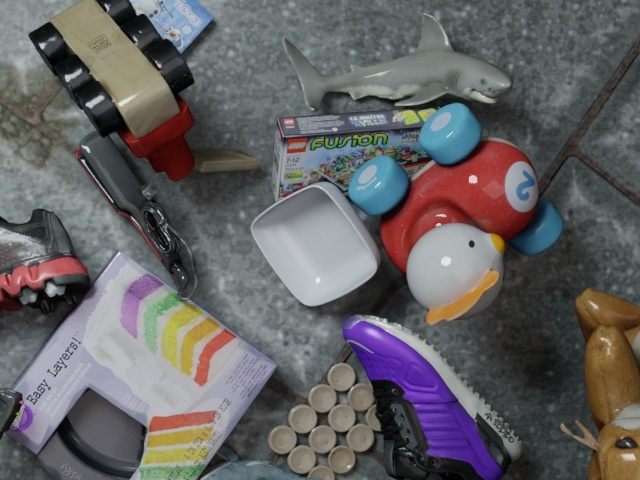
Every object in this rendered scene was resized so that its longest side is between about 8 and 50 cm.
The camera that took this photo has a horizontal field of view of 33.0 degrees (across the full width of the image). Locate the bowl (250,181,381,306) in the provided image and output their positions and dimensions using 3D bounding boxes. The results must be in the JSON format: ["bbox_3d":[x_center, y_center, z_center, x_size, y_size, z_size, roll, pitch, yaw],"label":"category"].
[{"bbox_3d":[0.000,0.000,1.337,0.142,0.142,0.053,55,36,-7],"label":"bowl"}]

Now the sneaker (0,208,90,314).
[{"bbox_3d":[-0.410,0.036,1.249,0.276,0.097,0.135,-16,75,0],"label":"sneaker"}]

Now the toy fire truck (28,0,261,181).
[{"bbox_3d":[-0.194,-0.155,1.269,0.159,0.217,0.246,-34,140,-11],"label":"toy fire truck"}]

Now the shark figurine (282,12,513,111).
[{"bbox_3d":[0.104,-0.226,1.357,0.278,0.166,0.116,2,102,13],"label":"shark figurine"}]

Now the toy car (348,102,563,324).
[{"bbox_3d":[0.173,0.006,1.267,0.210,0.238,0.219,-35,121,20],"label":"toy car"}]

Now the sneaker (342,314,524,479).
[{"bbox_3d":[0.118,0.225,1.359,0.293,0.102,0.146,44,73,-10],"label":"sneaker"}]

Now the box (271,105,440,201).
[{"bbox_3d":[0.045,-0.107,1.345,0.207,0.114,0.036,-6,49,-12],"label":"box"}]

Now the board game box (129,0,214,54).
[{"bbox_3d":[-0.194,-0.272,1.330,0.090,0.020,0.090,41,82,-10],"label":"board game box"}]

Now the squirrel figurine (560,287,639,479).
[{"bbox_3d":[0.429,0.284,1.304,0.281,0.370,0.396,1,122,26],"label":"squirrel figurine"}]

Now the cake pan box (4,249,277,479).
[{"bbox_3d":[-0.226,0.184,1.308,0.246,0.070,0.266,39,83,-9],"label":"cake pan box"}]

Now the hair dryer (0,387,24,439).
[{"bbox_3d":[-0.441,0.283,1.254,0.224,0.080,0.293,10,93,24],"label":"hair dryer"}]

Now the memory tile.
[{"bbox_3d":[0.014,0.242,1.391,0.148,0.012,0.113,-45,100,-9],"label":"memory tile"}]

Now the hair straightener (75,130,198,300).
[{"bbox_3d":[-0.213,-0.032,1.272,0.047,0.089,0.230,-29,84,-22],"label":"hair straightener"}]

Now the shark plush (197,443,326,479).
[{"bbox_3d":[-0.075,0.308,1.343,0.161,0.067,0.073,18,87,-13],"label":"shark plush"}]
